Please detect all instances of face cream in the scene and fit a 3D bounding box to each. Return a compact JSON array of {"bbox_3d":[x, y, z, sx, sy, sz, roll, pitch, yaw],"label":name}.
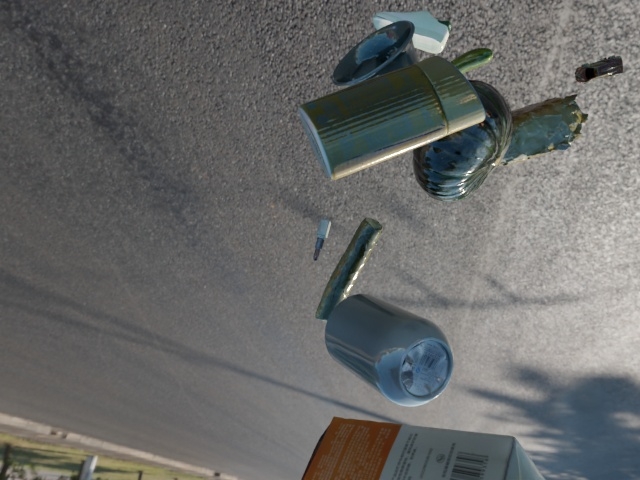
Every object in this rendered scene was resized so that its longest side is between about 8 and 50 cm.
[{"bbox_3d":[0.119,-0.210,0.734,0.285,0.139,0.067,-22,171,-7],"label":"face cream"}]

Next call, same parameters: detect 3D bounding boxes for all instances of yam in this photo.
[{"bbox_3d":[0.080,0.101,1.365,0.083,0.083,0.371,17,112,-18],"label":"yam"}]

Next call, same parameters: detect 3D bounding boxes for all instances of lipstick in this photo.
[{"bbox_3d":[0.000,0.000,1.107,0.025,0.107,0.025,14,169,11],"label":"lipstick"}]

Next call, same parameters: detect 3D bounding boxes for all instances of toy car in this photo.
[{"bbox_3d":[0.828,-0.507,1.323,0.122,0.035,0.059,-9,115,30],"label":"toy car"}]

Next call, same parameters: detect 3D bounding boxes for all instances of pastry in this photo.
[{"bbox_3d":[0.591,-0.317,1.312,0.330,0.330,0.136,-14,104,27],"label":"pastry"}]

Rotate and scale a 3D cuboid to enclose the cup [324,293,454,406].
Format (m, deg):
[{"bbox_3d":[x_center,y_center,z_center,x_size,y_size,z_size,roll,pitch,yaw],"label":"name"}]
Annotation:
[{"bbox_3d":[0.160,0.257,1.067,0.206,0.205,0.312,20,177,-22],"label":"cup"}]

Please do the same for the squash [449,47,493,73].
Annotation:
[{"bbox_3d":[0.537,-0.661,1.663,0.069,0.069,0.258,24,167,-27],"label":"squash"}]

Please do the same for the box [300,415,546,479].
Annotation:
[{"bbox_3d":[0.158,0.397,0.658,0.341,0.143,0.225,-17,116,47],"label":"box"}]

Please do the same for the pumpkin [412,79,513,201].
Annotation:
[{"bbox_3d":[0.277,-0.206,0.927,0.216,0.249,0.250,15,154,30],"label":"pumpkin"}]

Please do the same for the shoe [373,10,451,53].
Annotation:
[{"bbox_3d":[0.313,-0.724,1.496,0.265,0.110,0.095,31,171,14],"label":"shoe"}]

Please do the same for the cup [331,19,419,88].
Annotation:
[{"bbox_3d":[0.147,-0.351,0.969,0.199,0.199,0.150,-19,131,32],"label":"cup"}]
